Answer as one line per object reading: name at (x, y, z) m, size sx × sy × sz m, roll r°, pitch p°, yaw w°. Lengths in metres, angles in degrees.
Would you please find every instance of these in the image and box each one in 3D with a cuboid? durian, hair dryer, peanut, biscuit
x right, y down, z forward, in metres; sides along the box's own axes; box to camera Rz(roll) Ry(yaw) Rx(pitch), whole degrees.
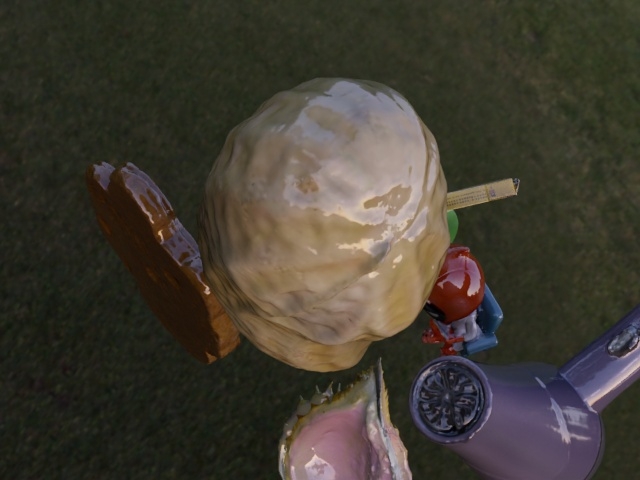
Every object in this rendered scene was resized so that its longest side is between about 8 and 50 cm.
durian at (0.034, 0.330, 1.479) m, size 0.185 × 0.195 × 0.305 m, roll -42°, pitch 117°, yaw -76°
hair dryer at (0.241, 0.065, 0.815) m, size 0.121 × 0.361 × 0.301 m, roll 51°, pitch 10°, yaw 30°
peanut at (-0.004, -0.004, 0.742) m, size 0.174 × 0.340 × 0.158 m, roll 25°, pitch 74°, yaw -7°
biscuit at (-0.151, 0.019, 1.007) m, size 0.041 × 0.290 × 0.208 m, roll -39°, pitch 63°, yaw -21°

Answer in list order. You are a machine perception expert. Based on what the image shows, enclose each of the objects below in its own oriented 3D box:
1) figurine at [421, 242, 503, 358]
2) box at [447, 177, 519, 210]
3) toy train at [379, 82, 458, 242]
figurine at (0.125, 0.056, 0.954) m, size 0.075 × 0.140 × 0.068 m, roll -20°, pitch 49°, yaw -4°
box at (0.135, -0.041, 1.080) m, size 0.073 × 0.149 × 0.020 m, roll -19°, pitch 96°, yaw -81°
toy train at (0.068, -0.087, 1.556) m, size 0.202 × 0.120 × 0.301 m, roll -22°, pitch 62°, yaw -7°
